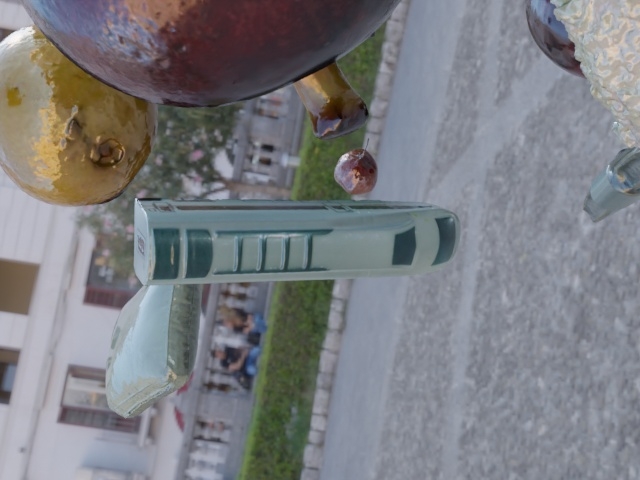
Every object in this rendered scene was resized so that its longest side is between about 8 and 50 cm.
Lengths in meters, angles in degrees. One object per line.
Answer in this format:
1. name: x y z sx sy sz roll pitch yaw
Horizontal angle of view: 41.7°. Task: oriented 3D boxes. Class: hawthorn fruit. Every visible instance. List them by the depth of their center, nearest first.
1. hawthorn fruit: 0.059 -0.110 1.231 0.103 0.066 0.067 116 163 -60

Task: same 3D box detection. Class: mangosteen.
1. mangosteen: -0.038 -0.159 0.456 0.261 0.235 0.236 58 -154 -43

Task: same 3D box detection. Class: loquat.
1. loquat: -0.193 -0.098 0.648 0.141 0.141 0.141 -171 90 -84

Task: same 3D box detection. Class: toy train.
1. toy train: 0.000 0.000 0.949 0.088 0.406 0.087 -152 63 -65

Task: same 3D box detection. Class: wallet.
1. wallet: 0.531 -0.134 1.283 0.083 0.252 0.360 58 176 11

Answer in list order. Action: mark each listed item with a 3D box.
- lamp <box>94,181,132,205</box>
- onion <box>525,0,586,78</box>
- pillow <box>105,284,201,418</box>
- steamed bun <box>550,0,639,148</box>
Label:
1. lamp: -0.339 -0.128 1.216 0.135 0.156 0.157 -176 72 -72
2. onion: 0.349 -0.259 0.896 0.281 0.280 0.221 114 179 -67
3. pillow: -0.310 0.181 1.558 0.322 0.119 0.256 -38 42 53
4. steamed bun: 0.254 -0.154 0.567 0.200 0.225 0.170 -48 31 24
